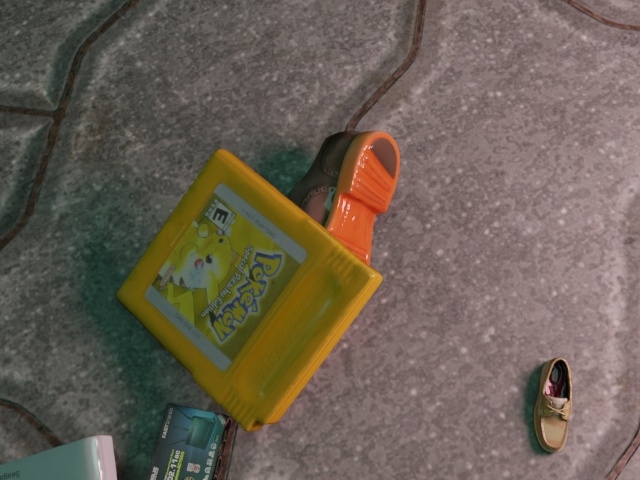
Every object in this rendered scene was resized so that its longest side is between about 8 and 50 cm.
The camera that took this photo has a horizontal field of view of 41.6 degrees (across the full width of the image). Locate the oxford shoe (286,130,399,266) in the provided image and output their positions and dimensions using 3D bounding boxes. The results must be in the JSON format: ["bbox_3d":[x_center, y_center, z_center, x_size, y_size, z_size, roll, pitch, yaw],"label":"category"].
[{"bbox_3d":[0.000,0.000,1.286,0.133,0.130,0.363,13,73,43],"label":"oxford shoe"}]

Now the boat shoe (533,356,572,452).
[{"bbox_3d":[0.331,0.230,1.194,0.050,0.045,0.135,4,68,5],"label":"boat shoe"}]

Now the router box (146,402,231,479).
[{"bbox_3d":[-0.187,0.300,1.195,0.092,0.038,0.122,9,69,7],"label":"router box"}]

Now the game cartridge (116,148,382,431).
[{"bbox_3d":[-0.113,0.068,1.198,0.324,0.053,0.285,39,98,28],"label":"game cartridge"}]

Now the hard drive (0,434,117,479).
[{"bbox_3d":[-0.350,0.455,1.088,0.233,0.047,0.352,-20,68,20],"label":"hard drive"}]
